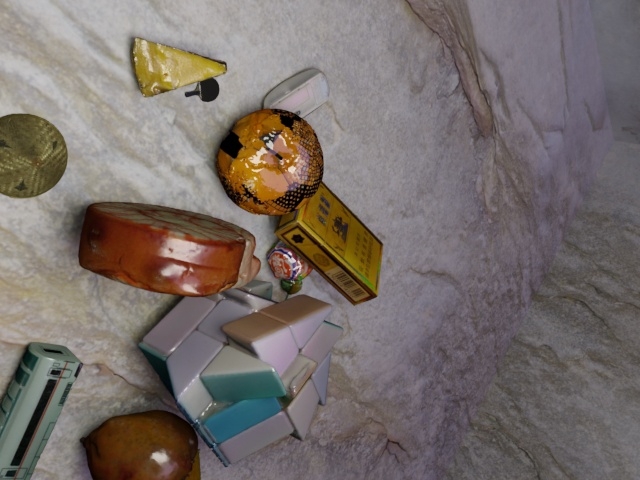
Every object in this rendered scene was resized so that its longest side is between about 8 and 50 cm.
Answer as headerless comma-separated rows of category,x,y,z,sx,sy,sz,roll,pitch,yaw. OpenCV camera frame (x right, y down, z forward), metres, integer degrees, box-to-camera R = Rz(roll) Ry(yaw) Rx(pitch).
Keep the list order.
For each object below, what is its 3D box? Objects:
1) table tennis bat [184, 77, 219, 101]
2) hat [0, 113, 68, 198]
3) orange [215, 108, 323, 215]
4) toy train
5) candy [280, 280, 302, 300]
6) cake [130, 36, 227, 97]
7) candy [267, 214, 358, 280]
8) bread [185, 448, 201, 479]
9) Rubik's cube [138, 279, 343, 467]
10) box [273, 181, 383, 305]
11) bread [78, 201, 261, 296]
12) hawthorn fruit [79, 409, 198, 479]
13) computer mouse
table tennis bat,-0.241,-0.306,1.136,0.083,0.007,0.050,-29,126,-39
hat,-0.475,-0.132,0.911,0.146,0.067,0.145,-22,122,-40
orange,-0.106,-0.165,1.193,0.235,0.182,0.234,-3,96,-23
toy train,-0.573,0.390,1.021,0.088,0.086,0.406,25,88,-51
candy,-0.097,0.178,1.487,0.061,0.061,0.202,-3,117,-47
cake,-0.275,-0.342,1.050,0.185,0.080,0.116,-31,115,-23
candy,0.000,0.000,1.481,0.365,0.124,0.124,-33,129,-45
bread,-0.355,0.582,1.332,0.132,0.103,0.172,-21,120,-41
Rubik's cube,-0.160,0.262,1.202,0.368,0.358,0.387,-49,141,-31
box,0.031,-0.003,1.376,0.301,0.084,0.192,44,36,-27
bread,-0.276,0.011,1.012,0.328,0.295,0.114,-23,128,-78
hawthorn fruit,-0.386,0.450,1.152,0.208,0.248,0.208,-166,-90,-89
computer mouse,-0.059,-0.326,1.298,0.199,0.045,0.102,-41,134,-26
